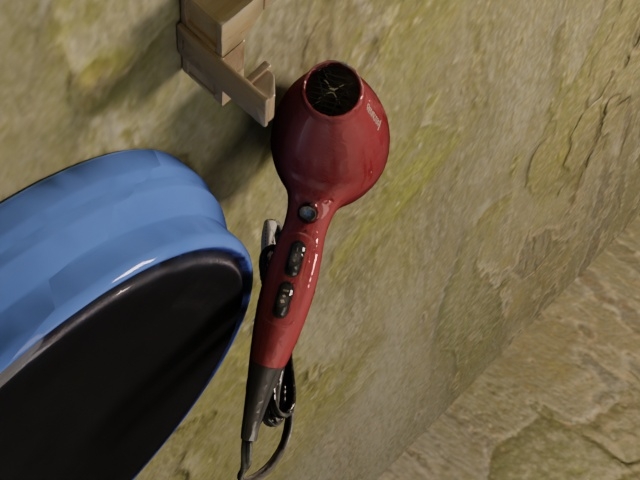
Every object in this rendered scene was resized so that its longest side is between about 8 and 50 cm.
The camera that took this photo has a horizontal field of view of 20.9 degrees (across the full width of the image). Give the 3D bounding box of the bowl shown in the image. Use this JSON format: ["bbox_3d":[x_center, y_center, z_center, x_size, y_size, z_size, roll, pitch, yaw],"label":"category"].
[{"bbox_3d":[-0.192,0.116,1.068,0.391,0.077,0.391,-44,164,-16],"label":"bowl"}]

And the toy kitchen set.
[{"bbox_3d":[-0.029,-0.115,0.955,0.075,0.068,0.083,-42,164,-20],"label":"toy kitchen set"}]

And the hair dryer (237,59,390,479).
[{"bbox_3d":[0.000,0.000,1.124,0.224,0.080,0.294,-86,-178,-51],"label":"hair dryer"}]
